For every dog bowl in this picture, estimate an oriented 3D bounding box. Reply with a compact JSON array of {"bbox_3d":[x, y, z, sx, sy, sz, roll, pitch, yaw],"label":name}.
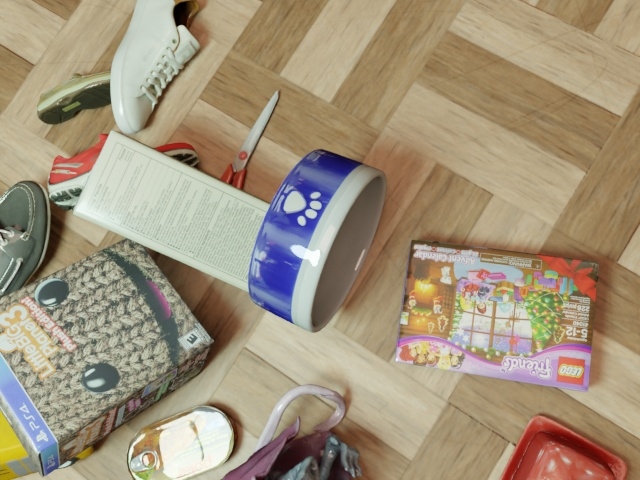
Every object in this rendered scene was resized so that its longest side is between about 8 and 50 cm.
[{"bbox_3d":[0.000,0.000,0.979,0.104,0.265,0.265,23,83,15],"label":"dog bowl"}]

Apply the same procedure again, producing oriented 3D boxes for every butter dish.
[{"bbox_3d":[0.354,0.360,0.929,0.159,0.118,0.160,28,85,14],"label":"butter dish"}]

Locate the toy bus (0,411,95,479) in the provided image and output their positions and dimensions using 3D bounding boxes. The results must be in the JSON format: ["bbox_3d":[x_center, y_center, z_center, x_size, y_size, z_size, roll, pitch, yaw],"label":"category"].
[{"bbox_3d":[-0.540,0.325,1.013,0.332,0.130,0.108,-12,60,-17],"label":"toy bus"}]

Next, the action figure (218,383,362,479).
[{"bbox_3d":[-0.137,0.393,0.963,0.370,0.248,0.276,-35,39,25],"label":"action figure"}]

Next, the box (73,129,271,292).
[{"bbox_3d":[-0.211,-0.044,1.033,0.311,0.121,0.148,26,92,-9],"label":"box"}]

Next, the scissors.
[{"bbox_3d":[-0.155,-0.138,1.154,0.109,0.021,0.297,10,82,12],"label":"scissors"}]

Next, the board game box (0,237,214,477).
[{"bbox_3d":[-0.357,0.168,0.996,0.291,0.141,0.232,-32,73,-34],"label":"board game box"}]

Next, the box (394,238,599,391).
[{"bbox_3d":[0.276,0.116,1.019,0.293,0.057,0.201,7,81,10],"label":"box"}]

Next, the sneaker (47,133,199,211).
[{"bbox_3d":[-0.359,-0.143,1.148,0.279,0.107,0.118,-13,68,3],"label":"sneaker"}]

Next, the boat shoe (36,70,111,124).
[{"bbox_3d":[-0.450,-0.287,1.209,0.190,0.068,0.072,-19,65,5],"label":"boat shoe"}]

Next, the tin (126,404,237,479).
[{"bbox_3d":[-0.228,0.343,1.065,0.189,0.040,0.106,-22,73,4],"label":"tin"}]

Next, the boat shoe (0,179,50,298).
[{"bbox_3d":[-0.570,0.052,1.114,0.112,0.095,0.335,24,95,14],"label":"boat shoe"}]

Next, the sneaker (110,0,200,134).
[{"bbox_3d":[-0.293,-0.330,1.169,0.123,0.106,0.290,9,79,13],"label":"sneaker"}]
